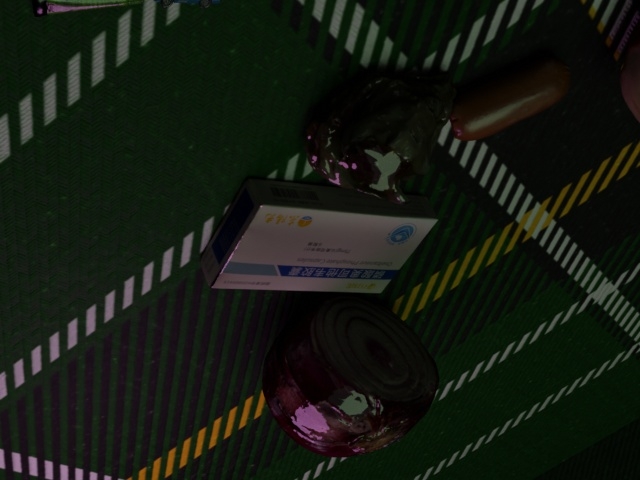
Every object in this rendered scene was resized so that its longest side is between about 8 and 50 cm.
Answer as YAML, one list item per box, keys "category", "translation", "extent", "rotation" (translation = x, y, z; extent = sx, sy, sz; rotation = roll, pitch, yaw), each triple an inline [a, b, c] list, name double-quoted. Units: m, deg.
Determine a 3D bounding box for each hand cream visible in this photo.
- category: "hand cream"
  translation: [-0.264, -0.273, 1.128]
  extent: [0.122, 0.023, 0.036]
  rotation: [-11, 155, -15]

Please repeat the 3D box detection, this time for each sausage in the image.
- category: "sausage"
  translation: [0.283, -0.212, 1.488]
  extent: [0.197, 0.076, 0.076]
  rotation: [-25, 145, -1]

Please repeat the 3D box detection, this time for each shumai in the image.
- category: "shumai"
  translation: [0.106, -0.125, 1.399]
  extent: [0.218, 0.185, 0.184]
  rotation: [-7, 142, -23]

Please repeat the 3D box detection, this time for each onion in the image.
- category: "onion"
  translation: [0.029, 0.259, 1.803]
  extent: [0.337, 0.282, 0.260]
  rotation: [-1, 144, -50]

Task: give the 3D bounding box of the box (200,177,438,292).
- category: "box"
  translation: [0.000, 0.000, 1.608]
  extent: [0.343, 0.065, 0.200]
  rotation: [4, 137, -34]

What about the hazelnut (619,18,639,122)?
- category: "hazelnut"
  translation: [0.581, -0.264, 1.456]
  extent: [0.261, 0.261, 0.241]
  rotation: [-37, 169, 18]

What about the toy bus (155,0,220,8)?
- category: "toy bus"
  translation: [-0.156, -0.297, 1.146]
  extent: [0.083, 0.038, 0.046]
  rotation: [-5, 137, -27]
